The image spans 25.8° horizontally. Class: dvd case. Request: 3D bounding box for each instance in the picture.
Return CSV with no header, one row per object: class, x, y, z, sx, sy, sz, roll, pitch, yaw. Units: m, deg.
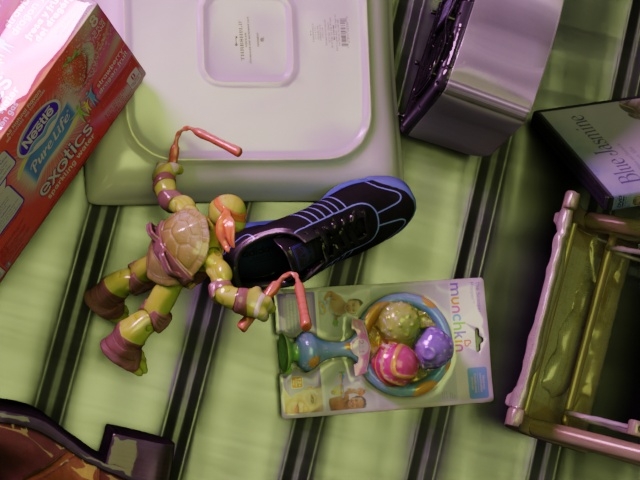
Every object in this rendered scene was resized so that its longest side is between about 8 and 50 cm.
dvd case,0.379,-0.106,1.514,0.253,0.180,0.022,-10,128,-16

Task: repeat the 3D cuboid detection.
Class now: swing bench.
swing bench,0.348,0.110,1.475,0.254,0.165,0.253,14,81,17

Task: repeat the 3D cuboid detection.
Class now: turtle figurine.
turtle figurine,-0.134,0.031,1.367,0.217,0.087,0.269,-45,61,20

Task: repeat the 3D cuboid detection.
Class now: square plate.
square plate,-0.080,-0.213,1.492,0.344,0.049,0.347,-1,84,-11

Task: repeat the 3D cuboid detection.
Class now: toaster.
toaster,0.169,-0.197,1.467,0.110,0.186,0.168,19,73,-6

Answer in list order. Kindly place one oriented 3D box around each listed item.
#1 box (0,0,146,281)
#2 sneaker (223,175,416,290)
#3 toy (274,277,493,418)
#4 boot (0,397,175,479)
box,-0.326,-0.106,1.357,0.142,0.154,0.300,29,79,20
sneaker,0.000,0.000,1.453,0.232,0.090,0.081,-20,112,-9
toy,0.073,0.112,1.482,0.237,0.056,0.137,-3,86,-11
boot,-0.299,0.307,1.389,0.264,0.096,0.281,16,88,-17
